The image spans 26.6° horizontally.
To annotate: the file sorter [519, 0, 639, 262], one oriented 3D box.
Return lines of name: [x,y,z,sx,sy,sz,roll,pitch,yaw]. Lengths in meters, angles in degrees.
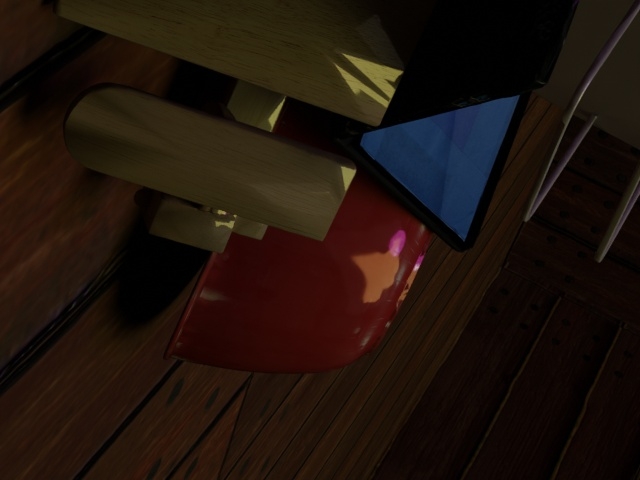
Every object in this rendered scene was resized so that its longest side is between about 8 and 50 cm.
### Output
file sorter: [0.214,-0.111,1.065,0.173,0.277,0.193,-53,166,-32]

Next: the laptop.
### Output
laptop: [0.111,-0.126,0.582,0.264,0.136,0.234,-5,-118,67]

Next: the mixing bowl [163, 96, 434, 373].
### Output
mixing bowl: [0.000,0.000,0.709,0.181,0.098,0.181,-155,-90,-88]

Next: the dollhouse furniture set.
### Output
dollhouse furniture set: [-0.057,-0.077,0.535,0.144,0.123,0.151,-65,-156,19]
